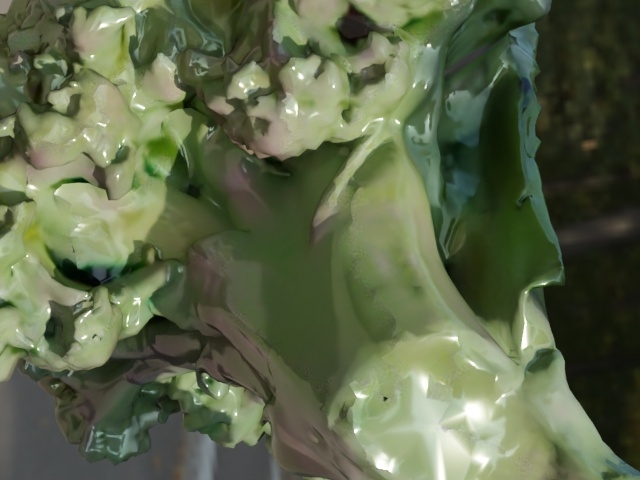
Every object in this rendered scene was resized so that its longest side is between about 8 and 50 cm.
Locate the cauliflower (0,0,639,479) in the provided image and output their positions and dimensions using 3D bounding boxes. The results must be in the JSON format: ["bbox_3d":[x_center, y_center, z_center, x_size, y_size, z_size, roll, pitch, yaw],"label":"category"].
[{"bbox_3d":[0.000,0.000,0.618,0.239,0.256,0.315,32,15,-43],"label":"cauliflower"}]
